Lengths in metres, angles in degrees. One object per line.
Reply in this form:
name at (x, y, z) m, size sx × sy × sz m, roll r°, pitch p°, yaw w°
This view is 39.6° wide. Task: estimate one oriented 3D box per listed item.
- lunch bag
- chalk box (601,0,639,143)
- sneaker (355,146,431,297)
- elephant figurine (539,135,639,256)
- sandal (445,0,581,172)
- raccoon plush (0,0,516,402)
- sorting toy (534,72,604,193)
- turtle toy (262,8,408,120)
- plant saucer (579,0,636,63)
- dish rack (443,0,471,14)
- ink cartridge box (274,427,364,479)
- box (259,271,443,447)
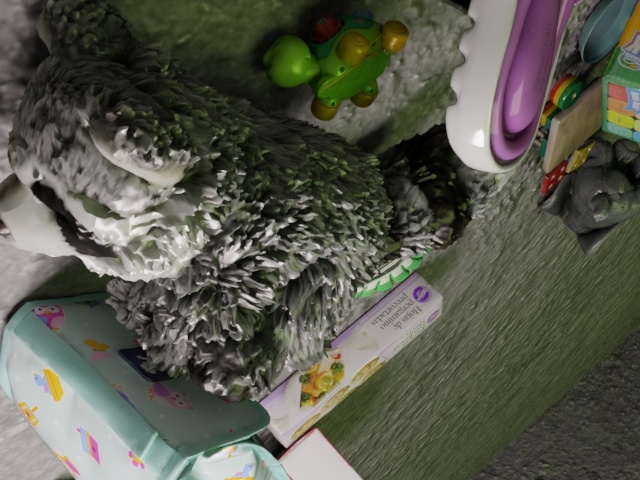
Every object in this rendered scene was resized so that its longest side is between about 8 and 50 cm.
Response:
lunch bag at (-0.158, 0.169, 0.810) m, size 0.160 × 0.223 × 0.262 m, roll -45°, pitch 154°, yaw -17°
chalk box at (0.492, -0.223, 1.202) m, size 0.289 × 0.179 × 0.180 m, roll -63°, pitch 158°, yaw -9°
sneaker at (0.000, 0.000, 0.912) m, size 0.343 × 0.134 × 0.146 m, roll -36°, pitch 152°, yaw -20°
elephant figurine at (0.478, -0.059, 1.568) m, size 0.185 × 0.170 × 0.239 m, roll 0°, pitch 152°, yaw -20°
sandal at (0.202, -0.248, 0.669) m, size 0.169 × 0.102 × 0.417 m, roll -17°, pitch 122°, yaw -54°
raccoon plush at (-0.030, -0.090, 0.680) m, size 0.446 × 0.216 × 0.299 m, roll -39°, pitch 149°, yaw -27°
sorting toy at (0.373, -0.182, 1.326) m, size 0.132 × 0.046 × 0.275 m, roll -40°, pitch 154°, yaw -14°
turtle toy at (0.010, -0.158, 0.771) m, size 0.130 × 0.066 × 0.095 m, roll -24°, pitch 157°, yaw -37°
plant saucer at (0.390, -0.298, 1.210) m, size 0.119 × 0.021 × 0.119 m, roll -36°, pitch 152°, yaw -22°
dish rack at (0.147, -0.333, 0.720) m, size 0.272 × 0.074 × 0.208 m, roll -56°, pitch 154°, yaw 18°
ink cartridge box at (0.004, 0.379, 1.379) m, size 0.092 × 0.158 × 0.218 m, roll -41°, pitch 174°, yaw -15°
box at (0.048, 0.176, 1.328) m, size 0.324 × 0.063 × 0.067 m, roll -38°, pitch 155°, yaw -18°
